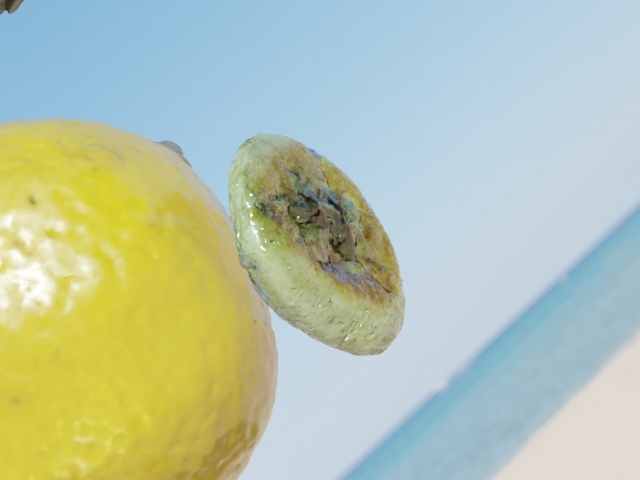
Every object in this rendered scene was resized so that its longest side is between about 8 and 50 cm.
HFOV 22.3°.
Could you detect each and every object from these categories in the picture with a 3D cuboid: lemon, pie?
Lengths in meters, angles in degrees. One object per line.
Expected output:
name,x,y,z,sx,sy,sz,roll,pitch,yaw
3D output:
lemon,-0.146,0.063,0.805,0.253,0.228,0.228,-37,-6,2
pie,-0.001,-0.002,0.524,0.021,0.084,0.084,-32,-1,27

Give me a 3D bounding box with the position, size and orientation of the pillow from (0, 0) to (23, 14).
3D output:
pillow,-0.096,-0.143,0.380,0.130,0.033,0.217,-4,-54,-49
